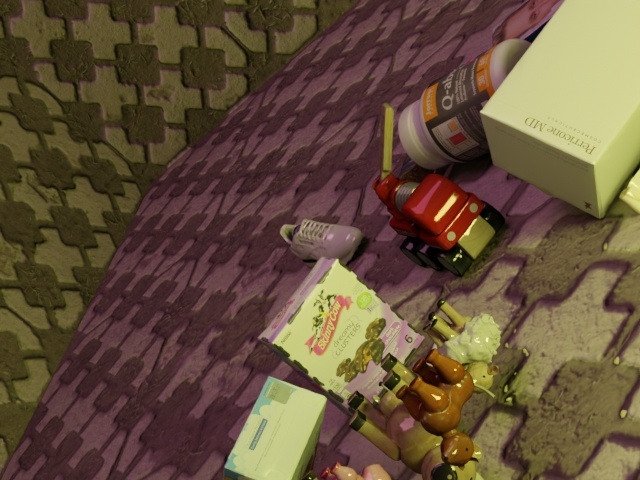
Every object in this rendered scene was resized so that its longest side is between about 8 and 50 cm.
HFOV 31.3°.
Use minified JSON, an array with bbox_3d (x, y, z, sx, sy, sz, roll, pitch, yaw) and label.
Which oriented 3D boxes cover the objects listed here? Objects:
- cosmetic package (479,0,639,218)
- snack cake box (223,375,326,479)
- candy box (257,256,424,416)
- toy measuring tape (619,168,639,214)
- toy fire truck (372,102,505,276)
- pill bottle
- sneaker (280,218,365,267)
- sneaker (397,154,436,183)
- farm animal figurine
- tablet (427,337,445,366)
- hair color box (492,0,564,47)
[{"bbox_3d":[0.414,-0.240,1.639,0.197,0.155,0.366,29,72,29],"label":"cosmetic package"},{"bbox_3d":[-0.069,0.326,1.572,0.264,0.089,0.152,99,-167,-50],"label":"snack cake box"},{"bbox_3d":[0.032,0.149,1.743,0.165,0.196,0.070,-52,19,-12],"label":"candy box"},{"bbox_3d":[0.510,-0.159,1.457,0.330,0.121,0.121,-51,17,15],"label":"toy measuring tape"},{"bbox_3d":[0.160,-0.086,1.854,0.158,0.246,0.217,-51,18,-8],"label":"toy fire truck"},{"bbox_3d":[0.276,-0.233,2.035,0.278,0.162,0.162,-26,28,48],"label":"pill bottle"},{"bbox_3d":[0.000,0.000,2.282,0.090,0.095,0.235,-54,21,-24],"label":"sneaker"},{"bbox_3d":[0.182,-0.120,2.189,0.192,0.064,0.086,-64,4,-20],"label":"sneaker"},{"bbox_3d":[0.108,0.269,1.410,0.330,0.172,0.327,-48,4,23],"label":"farm animal figurine"},{"bbox_3d":[0.173,0.174,1.678,0.054,0.006,0.083,-27,28,46],"label":"tablet"},{"bbox_3d":[0.474,-0.427,2.078,0.347,0.105,0.174,-39,20,27],"label":"hair color box"}]
